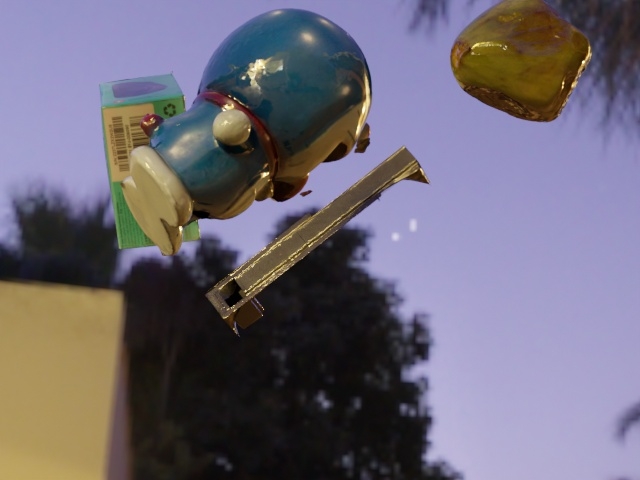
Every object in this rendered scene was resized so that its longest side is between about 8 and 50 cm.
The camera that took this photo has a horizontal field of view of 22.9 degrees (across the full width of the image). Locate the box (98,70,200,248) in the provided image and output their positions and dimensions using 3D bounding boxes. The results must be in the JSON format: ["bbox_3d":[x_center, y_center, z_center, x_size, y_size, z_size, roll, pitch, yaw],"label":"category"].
[{"bbox_3d":[-0.243,-0.117,2.218,0.118,0.205,0.311,-5,13,-7],"label":"box"}]

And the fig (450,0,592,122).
[{"bbox_3d":[0.231,-0.211,1.853,0.166,0.154,0.144,-8,18,-18],"label":"fig"}]

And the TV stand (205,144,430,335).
[{"bbox_3d":[0.000,0.000,1.632,0.256,0.040,0.049,-38,-36,-2],"label":"TV stand"}]

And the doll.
[{"bbox_3d":[-0.060,-0.095,1.402,0.161,0.257,0.215,47,-22,-4],"label":"doll"}]
